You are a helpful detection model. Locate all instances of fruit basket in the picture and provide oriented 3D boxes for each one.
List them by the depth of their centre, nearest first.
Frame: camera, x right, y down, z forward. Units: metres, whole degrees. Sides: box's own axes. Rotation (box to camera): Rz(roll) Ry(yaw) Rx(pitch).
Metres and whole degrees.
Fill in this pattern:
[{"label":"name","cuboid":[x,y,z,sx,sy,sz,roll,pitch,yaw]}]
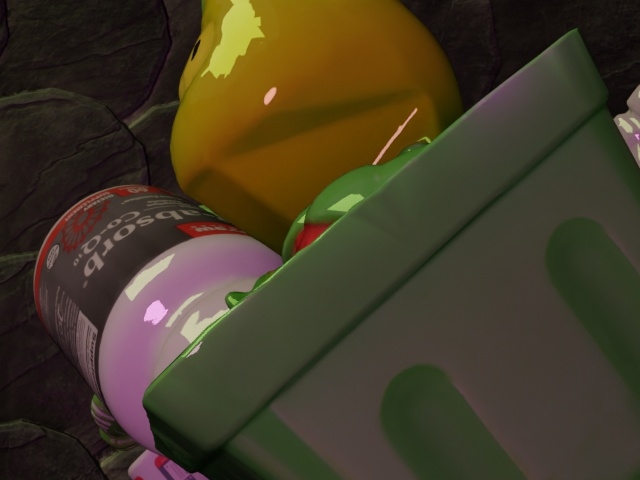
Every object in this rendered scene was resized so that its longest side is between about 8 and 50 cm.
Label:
[{"label":"fruit basket","cuboid":[0.000,0.000,0.517,0.283,0.392,0.392,-40,-7,-18]}]

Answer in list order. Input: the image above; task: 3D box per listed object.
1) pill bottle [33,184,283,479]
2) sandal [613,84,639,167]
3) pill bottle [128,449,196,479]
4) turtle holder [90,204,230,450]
[{"label":"pill bottle","cuboid":[-0.125,0.079,0.845,0.210,0.210,0.363,-40,31,-16]},{"label":"sandal","cuboid":[0.348,-0.119,0.675,0.102,0.169,0.416,14,-43,-31]},{"label":"pill bottle","cuboid":[-0.100,0.268,0.919,0.108,0.180,0.108,-41,-6,-6]},{"label":"turtle holder","cuboid":[-0.153,0.123,1.157,0.227,0.243,0.320,52,-133,-70]}]
